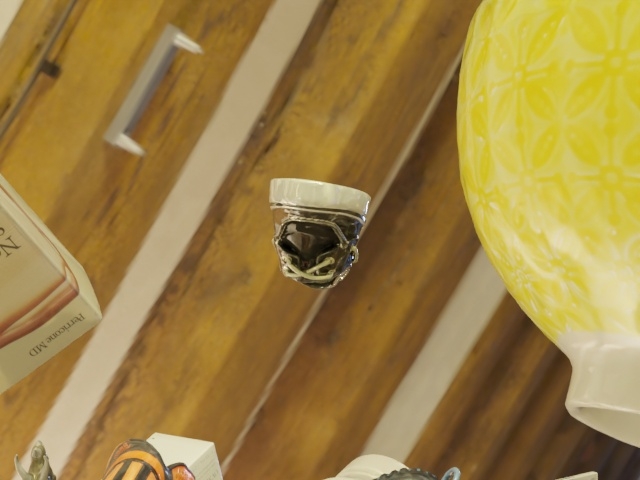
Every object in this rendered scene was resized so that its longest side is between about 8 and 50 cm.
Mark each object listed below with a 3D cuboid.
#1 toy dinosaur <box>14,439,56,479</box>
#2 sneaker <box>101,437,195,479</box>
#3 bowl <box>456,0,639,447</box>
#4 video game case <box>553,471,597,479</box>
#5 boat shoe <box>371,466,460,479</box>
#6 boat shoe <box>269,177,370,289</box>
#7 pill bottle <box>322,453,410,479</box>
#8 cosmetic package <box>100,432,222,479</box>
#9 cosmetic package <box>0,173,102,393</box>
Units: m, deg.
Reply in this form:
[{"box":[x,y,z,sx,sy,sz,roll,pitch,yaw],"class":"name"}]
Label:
[{"box":[-0.332,0.425,1.513,0.121,0.313,0.160,-37,1,-4],"class":"toy dinosaur"},{"box":[-0.202,0.345,1.200,0.180,0.124,0.321,-64,-6,-51],"class":"sneaker"},{"box":[0.180,0.015,0.468,0.289,0.289,0.156,42,-116,-63],"class":"bowl"},{"box":[0.324,0.358,1.460,0.122,0.011,0.087,-1,-88,-38],"class":"video game case"},{"box":[0.062,0.212,0.705,0.109,0.089,0.258,-11,-44,3],"class":"boat shoe"},{"box":[0.000,0.000,0.897,0.219,0.077,0.070,63,-145,-78],"class":"boat shoe"},{"box":[0.010,0.373,1.263,0.283,0.160,0.160,-34,-35,-50],"class":"pill bottle"},{"box":[-0.270,0.486,1.871,0.224,0.138,0.225,-39,-54,-51],"class":"cosmetic package"},{"box":[-0.365,-0.005,1.073,0.153,0.129,0.296,-38,-57,-3],"class":"cosmetic package"}]
